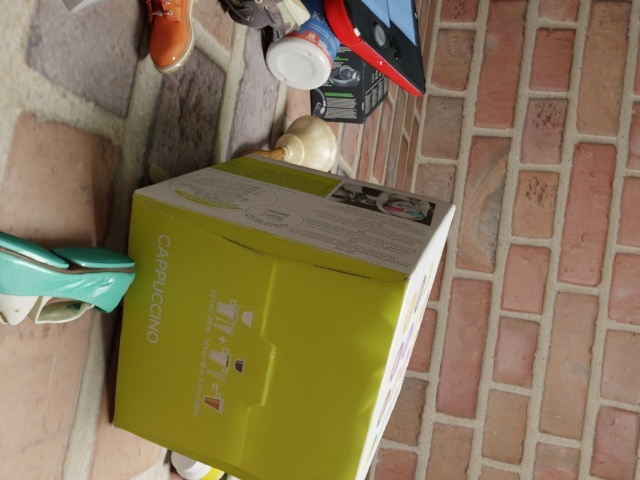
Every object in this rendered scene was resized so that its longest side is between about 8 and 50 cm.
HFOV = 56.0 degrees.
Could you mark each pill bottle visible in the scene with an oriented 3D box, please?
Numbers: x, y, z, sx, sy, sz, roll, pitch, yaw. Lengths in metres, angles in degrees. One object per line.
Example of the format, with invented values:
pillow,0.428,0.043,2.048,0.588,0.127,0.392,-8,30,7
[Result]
pill bottle,-0.016,-0.409,1.146,0.124,0.124,0.221,68,33,-58
pill bottle,-0.198,0.361,0.982,0.116,0.065,0.065,67,35,-59

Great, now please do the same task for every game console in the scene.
game console,0.112,-0.515,1.195,0.342,0.060,0.386,15,67,-51

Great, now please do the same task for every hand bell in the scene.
hand bell,-0.083,-0.161,1.126,0.242,0.126,0.126,-26,123,-54

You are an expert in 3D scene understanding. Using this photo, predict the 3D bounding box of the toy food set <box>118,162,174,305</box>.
toy food set,-0.212,0.003,0.828,0.132,0.039,0.191,42,57,-70

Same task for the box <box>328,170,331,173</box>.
box,0.000,0.000,1.364,0.270,0.060,0.216,-71,146,-46

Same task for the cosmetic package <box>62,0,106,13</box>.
cosmetic package,-0.186,-0.329,0.605,0.127,0.107,0.238,59,30,-22

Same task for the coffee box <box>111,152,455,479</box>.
coffee box,-0.041,0.097,0.836,0.334,0.339,0.337,-40,144,-65

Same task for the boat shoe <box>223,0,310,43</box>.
boat shoe,-0.103,-0.374,0.927,0.092,0.103,0.285,-52,167,13

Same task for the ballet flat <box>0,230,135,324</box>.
ballet flat,-0.273,0.042,0.587,0.087,0.083,0.247,-67,160,-1

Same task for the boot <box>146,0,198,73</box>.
boot,-0.195,-0.288,0.741,0.085,0.059,0.157,38,53,-67

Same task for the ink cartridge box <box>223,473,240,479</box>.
ink cartridge box,-0.132,0.423,1.084,0.153,0.087,0.208,-53,-171,46

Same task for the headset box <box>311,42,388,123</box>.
headset box,0.072,-0.446,1.402,0.246,0.131,0.282,-56,149,-55
